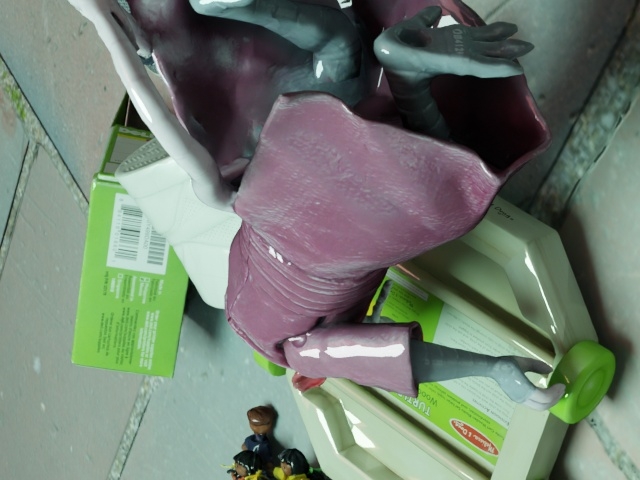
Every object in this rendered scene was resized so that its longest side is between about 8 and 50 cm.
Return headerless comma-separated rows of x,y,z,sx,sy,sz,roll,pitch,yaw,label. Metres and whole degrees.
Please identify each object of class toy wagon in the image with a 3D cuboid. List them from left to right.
0.067,0.117,1.186,0.267,0.068,0.344,34,125,32,toy wagon

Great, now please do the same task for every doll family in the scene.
-0.042,0.215,1.402,0.193,0.076,0.111,20,117,56,doll family

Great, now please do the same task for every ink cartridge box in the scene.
-0.162,-0.019,1.528,0.255,0.097,0.189,-88,8,-64,ink cartridge box

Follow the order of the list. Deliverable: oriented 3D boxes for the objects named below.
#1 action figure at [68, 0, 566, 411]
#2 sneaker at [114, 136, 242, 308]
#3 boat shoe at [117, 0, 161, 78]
0.000,0.000,0.991,0.248,0.276,0.370,60,154,30,action figure
-0.008,-0.036,1.295,0.292,0.108,0.169,-16,114,37,sneaker
-0.226,-0.285,1.498,0.127,0.158,0.340,-54,53,46,boat shoe
